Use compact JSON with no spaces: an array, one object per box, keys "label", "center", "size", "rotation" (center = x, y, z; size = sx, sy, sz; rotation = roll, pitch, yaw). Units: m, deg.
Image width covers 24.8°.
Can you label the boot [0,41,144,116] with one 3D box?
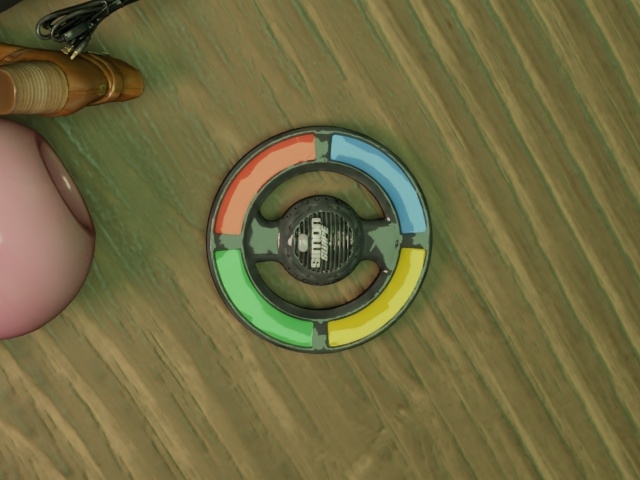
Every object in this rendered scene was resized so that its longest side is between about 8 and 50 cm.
[{"label":"boot","center":[-0.275,-0.156,1.361],"size":[0.152,0.197,0.073],"rotation":[-11,119,-46]}]

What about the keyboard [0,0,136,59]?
[{"label":"keyboard","center":[-0.210,-0.287,1.331],"size":[0.317,0.033,0.201],"rotation":[-35,74,-12]}]

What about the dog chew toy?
[{"label":"dog chew toy","center":[-0.375,0.027,1.315],"size":[0.332,0.206,0.206],"rotation":[-28,101,1]}]

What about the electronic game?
[{"label":"electronic game","center":[0.000,0.000,1.451],"size":[0.229,0.048,0.229],"rotation":[-1,97,-10]}]
